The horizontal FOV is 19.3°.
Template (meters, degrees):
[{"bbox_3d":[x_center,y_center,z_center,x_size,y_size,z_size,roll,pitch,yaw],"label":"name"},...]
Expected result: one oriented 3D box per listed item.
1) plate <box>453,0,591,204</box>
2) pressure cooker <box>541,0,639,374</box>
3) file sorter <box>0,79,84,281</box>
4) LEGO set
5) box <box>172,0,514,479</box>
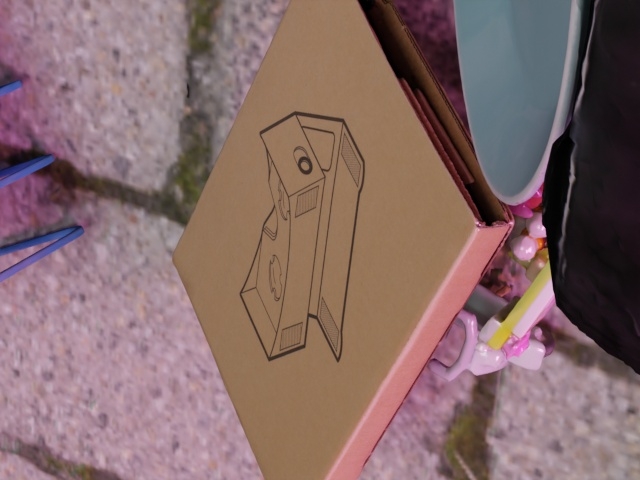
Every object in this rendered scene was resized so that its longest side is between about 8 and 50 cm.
[{"bbox_3d":[0.070,-0.105,0.602,0.024,0.188,0.188,0,115,-7],"label":"plate"},{"bbox_3d":[0.281,-0.099,0.400,0.421,0.370,0.375,11,81,10],"label":"pressure cooker"},{"bbox_3d":[-0.206,-0.051,0.905,0.118,0.104,0.170,-15,101,36],"label":"file sorter"},{"bbox_3d":[0.085,-0.061,0.717,0.132,0.107,0.287,20,120,24],"label":"LEGO set"},{"bbox_3d":[0.000,0.000,0.786,0.164,0.021,0.201,64,143,34],"label":"box"}]
